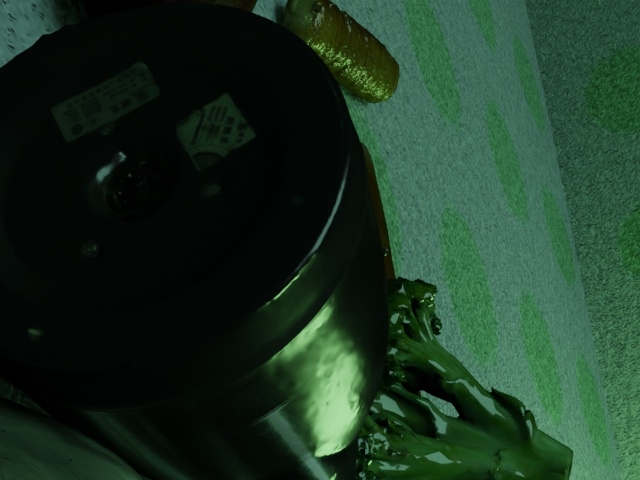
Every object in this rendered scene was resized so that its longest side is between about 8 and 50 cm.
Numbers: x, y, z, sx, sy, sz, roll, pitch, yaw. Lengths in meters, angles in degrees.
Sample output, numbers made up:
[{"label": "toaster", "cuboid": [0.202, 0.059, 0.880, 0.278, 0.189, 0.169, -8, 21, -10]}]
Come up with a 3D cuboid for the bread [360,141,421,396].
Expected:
[{"label": "bread", "cuboid": [0.036, 0.069, 1.118, 0.138, 0.077, 0.361, 20, 57, -66]}]

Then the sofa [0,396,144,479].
[{"label": "sofa", "cuboid": [-0.205, 0.170, 0.451, 0.210, 0.176, 0.225, 25, 81, -63]}]

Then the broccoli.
[{"label": "broccoli", "cuboid": [0.072, 0.182, 0.895, 0.269, 0.269, 0.254, 55, 41, -40]}]

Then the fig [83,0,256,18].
[{"label": "fig", "cuboid": [-0.104, -0.230, 0.894, 0.274, 0.146, 0.170, -22, 117, -76]}]

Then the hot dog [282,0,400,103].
[{"label": "hot dog", "cuboid": [0.035, -0.238, 1.346, 0.289, 0.068, 0.083, 18, 66, -66]}]

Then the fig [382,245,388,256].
[{"label": "fig", "cuboid": [0.000, 0.000, 1.010, 0.089, 0.125, 0.088, -10, 90, -69]}]

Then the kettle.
[{"label": "kettle", "cuboid": [-0.087, 0.020, 0.684, 0.321, 0.228, 0.324, 50, -11, 32]}]
